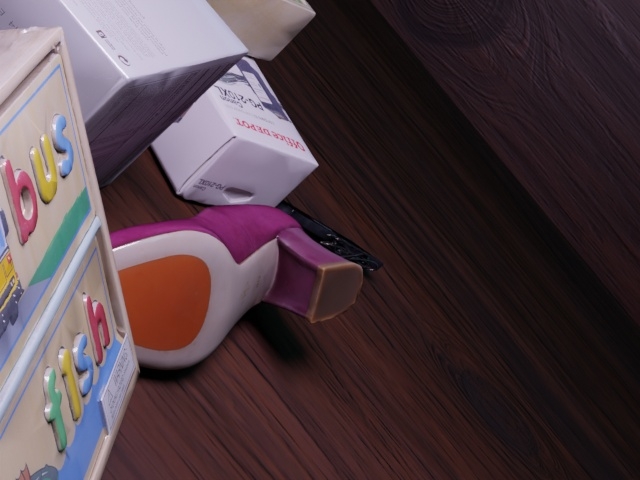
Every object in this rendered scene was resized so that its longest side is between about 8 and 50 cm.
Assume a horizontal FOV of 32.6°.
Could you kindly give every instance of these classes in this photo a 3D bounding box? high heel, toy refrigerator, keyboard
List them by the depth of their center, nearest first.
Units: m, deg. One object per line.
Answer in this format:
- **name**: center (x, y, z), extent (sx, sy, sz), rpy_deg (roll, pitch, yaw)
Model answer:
- **high heel**: center (-0.135, 0.023, 0.977), extent (0.181, 0.127, 0.377), rpy_deg (25, 11, 34)
- **toy refrigerator**: center (-0.116, -0.284, 1.212), extent (0.102, 0.094, 0.269), rpy_deg (53, 20, 16)
- **keyboard**: center (0.000, 0.000, 1.360), extent (0.192, 0.038, 0.100), rpy_deg (29, 6, -43)

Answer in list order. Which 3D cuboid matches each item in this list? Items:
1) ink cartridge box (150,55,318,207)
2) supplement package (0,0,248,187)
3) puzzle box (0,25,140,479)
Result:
- **ink cartridge box**: center (-0.129, -0.156, 1.237), extent (0.172, 0.100, 0.237), rpy_deg (13, 41, -58)
- **supplement package**: center (-0.227, -0.153, 0.884), extent (0.199, 0.198, 0.262), rpy_deg (49, 20, -1)
- **puzzle box**: center (-0.183, 0.070, 0.580), extent (0.409, 0.052, 0.272), rpy_deg (-84, 168, -63)
